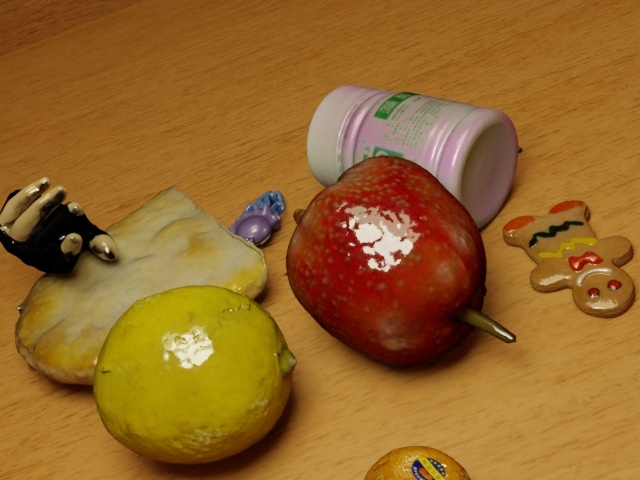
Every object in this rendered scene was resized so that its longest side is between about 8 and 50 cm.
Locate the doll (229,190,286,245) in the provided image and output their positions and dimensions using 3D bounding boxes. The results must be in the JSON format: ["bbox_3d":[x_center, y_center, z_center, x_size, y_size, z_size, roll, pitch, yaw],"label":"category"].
[{"bbox_3d":[-0.115,-0.046,1.439,0.110,0.067,0.206,-20,26,23],"label":"doll"}]

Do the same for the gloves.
[{"bbox_3d":[-0.467,-0.017,1.328,0.301,0.197,0.152,-10,63,58],"label":"gloves"}]

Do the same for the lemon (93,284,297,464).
[{"bbox_3d":[-0.181,0.187,1.052,0.284,0.260,0.260,13,50,31],"label":"lemon"}]

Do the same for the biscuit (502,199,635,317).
[{"bbox_3d":[0.395,0.023,1.155,0.165,0.036,0.250,-21,39,2],"label":"biscuit"}]

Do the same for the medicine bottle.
[{"bbox_3d":[0.159,-0.155,1.325,0.325,0.212,0.212,21,55,40],"label":"medicine bottle"}]

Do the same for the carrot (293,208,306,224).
[{"bbox_3d":[0.000,0.000,1.342,0.059,0.059,0.248,-25,37,-6],"label":"carrot"}]

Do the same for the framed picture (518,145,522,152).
[{"bbox_3d":[0.295,-0.170,1.440,0.149,0.011,0.109,-24,39,-4],"label":"framed picture"}]

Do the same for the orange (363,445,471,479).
[{"bbox_3d":[0.113,0.310,0.885,0.136,0.117,0.135,11,37,-8],"label":"orange"}]

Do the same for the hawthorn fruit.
[{"bbox_3d":[0.127,0.043,1.080,0.369,0.284,0.285,32,62,33],"label":"hawthorn fruit"}]

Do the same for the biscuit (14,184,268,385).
[{"bbox_3d":[-0.326,0.090,1.342,0.446,0.104,0.429,-38,41,-24],"label":"biscuit"}]
